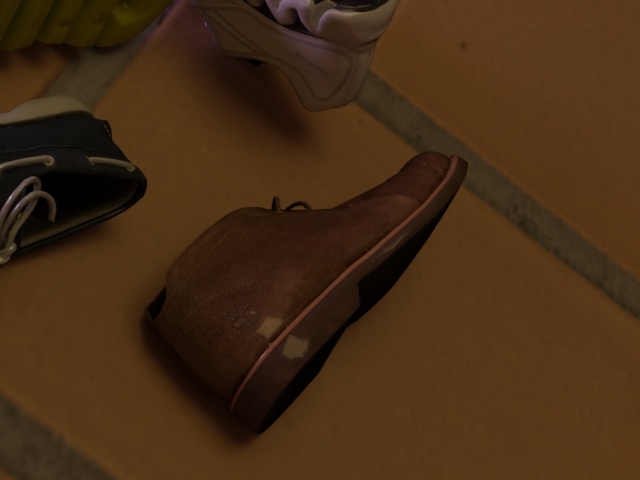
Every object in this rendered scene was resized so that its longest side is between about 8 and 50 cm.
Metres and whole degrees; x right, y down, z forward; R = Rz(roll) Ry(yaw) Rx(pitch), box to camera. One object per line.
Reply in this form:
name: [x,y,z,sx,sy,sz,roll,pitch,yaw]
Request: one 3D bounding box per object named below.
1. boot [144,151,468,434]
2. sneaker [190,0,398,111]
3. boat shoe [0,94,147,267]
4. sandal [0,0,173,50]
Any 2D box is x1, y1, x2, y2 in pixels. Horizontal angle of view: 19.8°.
boot: [0.000,0.000,1.214,0.115,0.112,0.305,37,39,10]
sneaker: [-0.071,-0.198,1.338,0.110,0.118,0.292,-30,56,-34]
boat shoe: [-0.197,-0.017,1.064,0.079,0.095,0.254,40,28,15]
sandal: [-0.228,-0.191,1.186,0.138,0.126,0.317,52,31,17]
